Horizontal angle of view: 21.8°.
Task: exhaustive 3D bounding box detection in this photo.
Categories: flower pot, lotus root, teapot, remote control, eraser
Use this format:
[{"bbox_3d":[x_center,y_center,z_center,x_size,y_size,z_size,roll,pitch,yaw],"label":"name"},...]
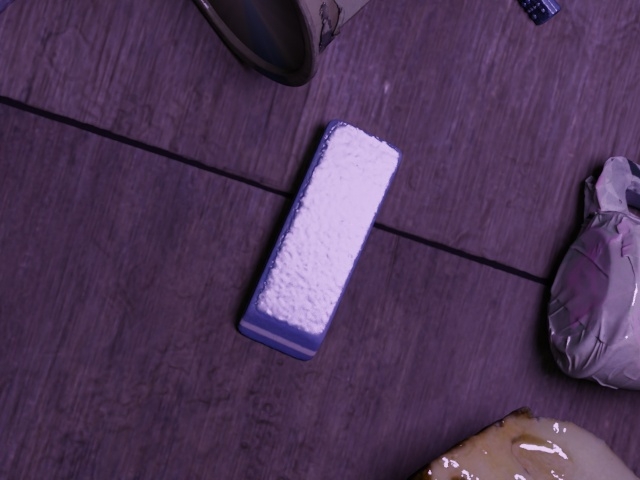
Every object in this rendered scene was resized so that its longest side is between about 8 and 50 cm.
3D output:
[{"bbox_3d":[-0.005,-0.282,1.526,0.202,0.212,0.212,-39,94,-16],"label":"flower pot"},{"bbox_3d":[0.176,0.304,1.530,0.260,0.149,0.267,47,54,2],"label":"lotus root"},{"bbox_3d":[0.319,0.052,1.603,0.178,0.221,0.163,17,124,-17],"label":"teapot"},{"bbox_3d":[0.181,-0.279,1.628,0.027,0.043,0.152,-37,93,-21],"label":"remote control"},{"bbox_3d":[0.000,0.000,1.590,0.082,0.036,0.225,24,84,-7],"label":"eraser"}]

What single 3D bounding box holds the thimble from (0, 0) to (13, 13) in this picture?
[{"bbox_3d":[-0.340,-0.243,1.488,0.127,0.151,0.118,43,81,9],"label":"thimble"}]
